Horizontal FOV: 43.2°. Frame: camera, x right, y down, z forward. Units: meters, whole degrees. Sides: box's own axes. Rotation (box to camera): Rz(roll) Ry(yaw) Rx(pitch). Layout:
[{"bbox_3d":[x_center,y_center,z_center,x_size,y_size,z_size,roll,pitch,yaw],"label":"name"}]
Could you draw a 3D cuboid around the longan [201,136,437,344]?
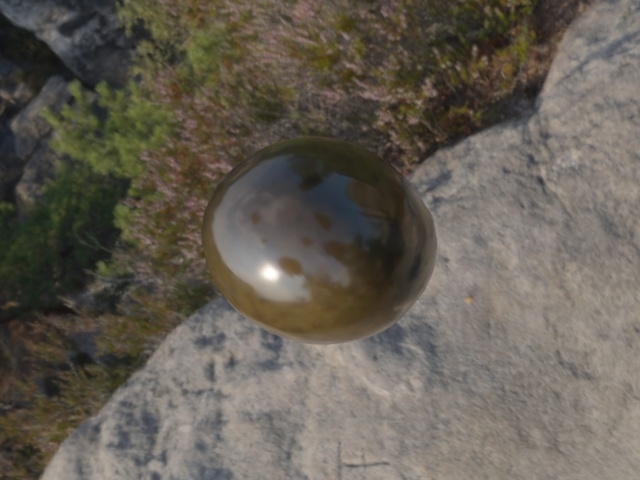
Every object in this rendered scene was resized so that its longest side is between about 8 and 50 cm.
[{"bbox_3d":[0.000,0.000,0.367,0.113,0.113,0.092,6,91,32],"label":"longan"}]
